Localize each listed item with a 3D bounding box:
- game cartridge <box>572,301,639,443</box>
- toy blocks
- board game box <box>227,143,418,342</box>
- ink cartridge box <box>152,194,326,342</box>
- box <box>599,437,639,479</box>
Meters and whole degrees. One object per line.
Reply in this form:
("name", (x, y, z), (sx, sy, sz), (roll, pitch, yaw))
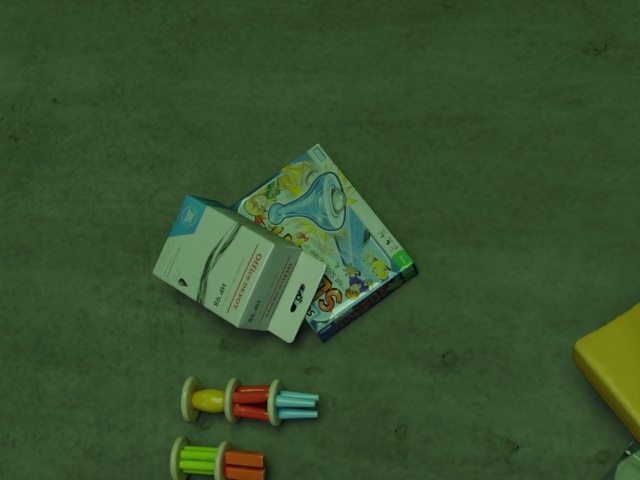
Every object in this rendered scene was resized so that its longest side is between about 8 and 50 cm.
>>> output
("game cartridge", (0.456, 0.131, 1.139), (0.324, 0.052, 0.285), (-30, 58, -9))
("toy blocks", (-0.079, 0.208, 1.283), (0.148, 0.054, 0.123), (0, 65, 15))
("board game box", (0.000, 0.000, 1.368), (0.136, 0.035, 0.201), (-36, 62, -3))
("ink cartridge box", (-0.093, 0.031, 1.335), (0.180, 0.060, 0.104), (28, 98, 33))
("box", (0.351, 0.307, 1.115), (0.231, 0.056, 0.183), (37, 78, 27))
